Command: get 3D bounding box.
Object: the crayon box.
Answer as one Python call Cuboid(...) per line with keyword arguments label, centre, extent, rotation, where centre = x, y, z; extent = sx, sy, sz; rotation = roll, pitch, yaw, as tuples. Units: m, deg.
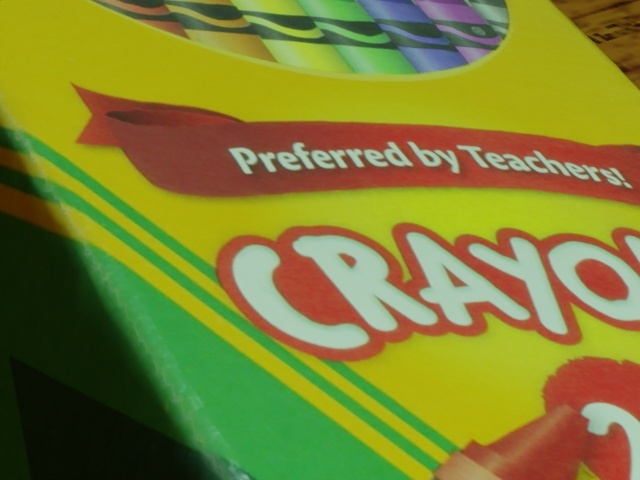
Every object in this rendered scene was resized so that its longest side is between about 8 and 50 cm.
Cuboid(label="crayon box", centre=(0.000, 0.000, 0.452), extent=(0.202, 0.081, 0.318), rotation=(0, 38, -36))
